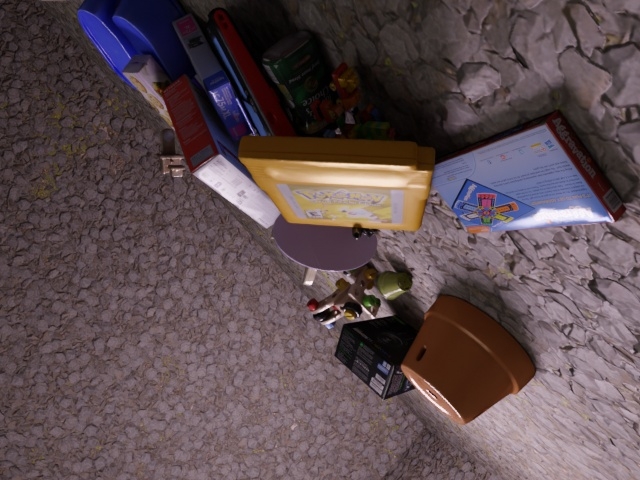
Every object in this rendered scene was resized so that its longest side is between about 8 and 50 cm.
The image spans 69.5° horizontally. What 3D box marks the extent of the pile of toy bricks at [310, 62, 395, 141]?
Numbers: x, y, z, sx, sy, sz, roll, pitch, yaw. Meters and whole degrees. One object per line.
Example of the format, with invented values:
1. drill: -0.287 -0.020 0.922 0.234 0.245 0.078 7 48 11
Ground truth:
1. pile of toy bricks: 0.079 -0.174 0.758 0.105 0.118 0.212 15 150 37

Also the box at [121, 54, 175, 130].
1. box: -0.392 -0.355 1.247 0.067 0.063 0.324 14 158 28

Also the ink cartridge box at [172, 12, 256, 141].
1. ink cartridge box: -0.252 -0.375 1.117 0.311 0.065 0.185 58 174 25

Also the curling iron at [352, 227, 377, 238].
1. curling iron: 0.098 -0.032 1.061 0.068 0.035 0.274 51 -170 1

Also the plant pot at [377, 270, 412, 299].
1. plant pot: 0.214 0.119 1.282 0.083 0.083 0.079 49 154 -7

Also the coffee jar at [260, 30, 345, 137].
1. coffee jar: -0.024 -0.267 0.827 0.079 0.096 0.184 38 165 44

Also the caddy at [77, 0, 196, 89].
1. caddy: -0.449 -0.538 1.207 0.241 0.179 0.341 17 159 18

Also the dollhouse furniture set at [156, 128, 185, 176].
1. dollhouse furniture set: -0.332 -0.285 1.485 0.356 0.303 0.173 25 117 54

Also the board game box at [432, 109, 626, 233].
1. board game box: 0.259 -0.077 0.647 0.145 0.027 0.281 51 166 -9

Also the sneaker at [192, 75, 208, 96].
1. sneaker: -0.392 -0.419 1.426 0.293 0.146 0.102 44 167 11

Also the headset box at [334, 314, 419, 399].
1. headset box: 0.238 0.376 1.538 0.283 0.131 0.246 0 -157 -39

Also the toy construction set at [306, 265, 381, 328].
1. toy construction set: 0.092 0.120 1.460 0.237 0.258 0.308 -15 99 56

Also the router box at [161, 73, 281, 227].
1. router box: -0.242 -0.223 1.216 0.335 0.082 0.301 41 -161 -57

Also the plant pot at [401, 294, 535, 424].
1. plant pot: 0.340 0.310 1.144 0.291 0.203 0.291 43 167 12

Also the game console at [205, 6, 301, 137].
1. game console: -0.140 -0.293 0.964 0.342 0.060 0.386 57 178 -25

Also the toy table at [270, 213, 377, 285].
1. toy table: 0.000 0.000 1.268 0.274 0.252 0.161 23 172 -8

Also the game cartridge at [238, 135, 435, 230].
1. game cartridge: 0.041 -0.086 0.801 0.286 0.052 0.323 4 168 10
